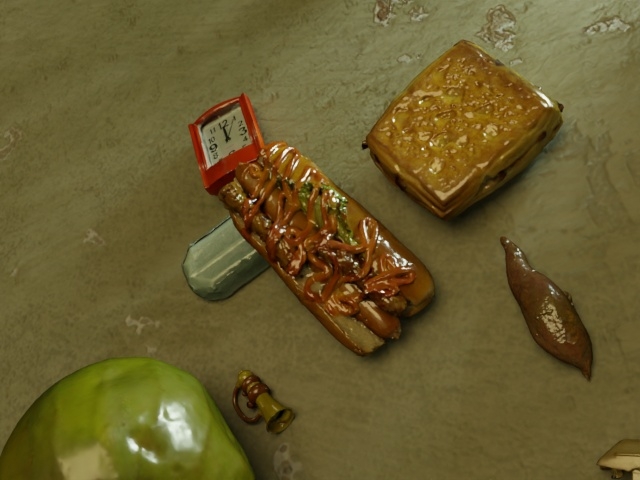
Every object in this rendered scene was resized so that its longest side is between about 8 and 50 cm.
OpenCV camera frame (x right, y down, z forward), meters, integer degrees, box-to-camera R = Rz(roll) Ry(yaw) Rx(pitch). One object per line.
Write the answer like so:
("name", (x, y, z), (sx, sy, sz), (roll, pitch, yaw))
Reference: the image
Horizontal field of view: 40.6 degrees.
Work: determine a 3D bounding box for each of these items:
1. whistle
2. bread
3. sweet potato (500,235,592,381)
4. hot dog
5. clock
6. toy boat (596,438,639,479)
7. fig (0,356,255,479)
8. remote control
("whistle", (-0.086, 0.228, 1.217), (0.046, 0.057, 0.109), (-16, 36, -34))
("bread", (0.196, -0.149, 1.215), (0.235, 0.099, 0.210), (-43, 58, -5))
("sweet potato", (0.277, 0.074, 1.090), (0.068, 0.068, 0.226), (-32, 57, 9))
("hot dog", (0.000, 0.000, 1.194), (0.158, 0.117, 0.349), (-44, 69, 1))
("clock", (-0.144, -0.153, 1.402), (0.113, 0.061, 0.155), (-28, 55, 12))
("toy boat", (0.407, 0.263, 0.946), (0.200, 0.057, 0.077), (0, 72, 25))
("fig", (-0.253, 0.302, 1.100), (0.343, 0.343, 0.343), (-10, 63, 21))
("remote control", (-0.107, -0.005, 1.320), (0.247, 0.052, 0.104), (-38, 61, 4))
